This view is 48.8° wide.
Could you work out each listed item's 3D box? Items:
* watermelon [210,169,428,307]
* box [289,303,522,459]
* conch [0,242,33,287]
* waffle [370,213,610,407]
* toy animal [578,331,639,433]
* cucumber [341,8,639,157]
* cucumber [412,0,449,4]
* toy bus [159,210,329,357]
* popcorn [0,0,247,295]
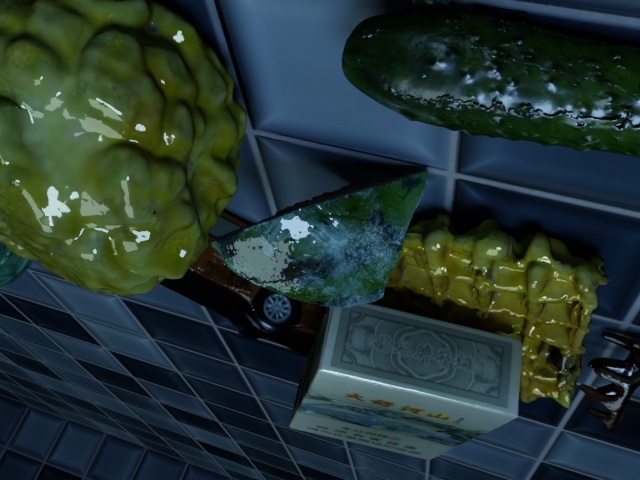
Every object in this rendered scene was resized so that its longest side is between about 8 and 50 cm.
[{"bbox_3d":[-0.001,0.003,0.539,0.155,0.101,0.080,-12,-165,-28],"label":"watermelon"},{"bbox_3d":[0.066,0.144,0.675,0.164,0.069,0.256,13,154,-2],"label":"box"},{"bbox_3d":[-0.440,-0.015,0.847,0.202,0.134,0.196,-3,145,42],"label":"conch"},{"bbox_3d":[0.151,0.071,0.648,0.283,0.065,0.309,34,154,-18],"label":"waffle"},{"bbox_3d":[0.352,0.090,0.539,0.260,0.087,0.243,15,139,15],"label":"toy animal"},{"bbox_3d":[0.123,-0.083,0.381,0.228,0.069,0.069,13,152,10],"label":"cucumber"},{"bbox_3d":[0.056,-0.186,0.266,0.044,0.043,0.256,23,154,10],"label":"cucumber"},{"bbox_3d":[-0.152,0.001,0.708,0.409,0.092,0.093,29,154,-15],"label":"toy bus"},{"bbox_3d":[-0.164,-0.070,0.492,0.217,0.181,0.235,20,148,12],"label":"popcorn"}]
